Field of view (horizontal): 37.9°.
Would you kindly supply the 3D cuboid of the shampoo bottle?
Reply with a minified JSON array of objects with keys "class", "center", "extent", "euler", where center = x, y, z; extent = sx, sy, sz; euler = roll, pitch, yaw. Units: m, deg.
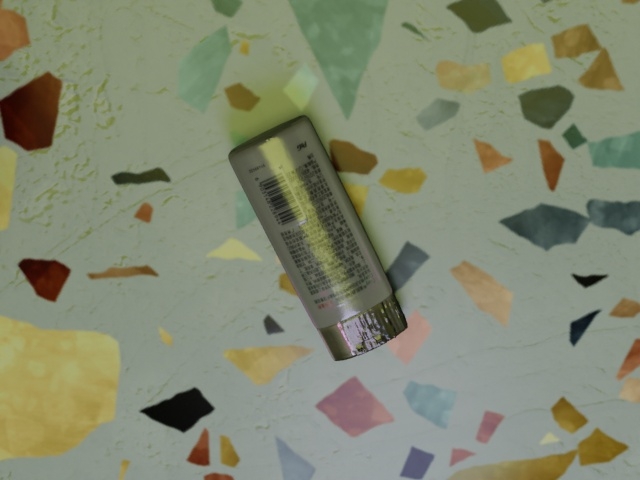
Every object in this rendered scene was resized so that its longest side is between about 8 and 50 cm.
[{"class":"shampoo bottle","center":[0.000,0.000,0.882],"extent":[0.086,0.056,0.227],"euler":[-26,103,6]}]
